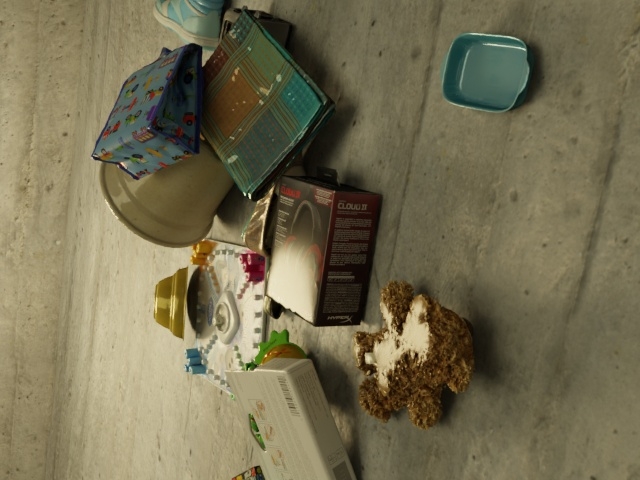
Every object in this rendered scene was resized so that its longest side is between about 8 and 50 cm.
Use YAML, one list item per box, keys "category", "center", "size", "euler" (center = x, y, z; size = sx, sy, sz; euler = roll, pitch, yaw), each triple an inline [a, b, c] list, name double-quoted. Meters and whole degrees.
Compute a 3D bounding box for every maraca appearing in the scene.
- category: "maraca"
  center: [-0.085, 0.274, 1.525]
  size: [0.127, 0.099, 0.185]
  euler: [-42, 45, 9]

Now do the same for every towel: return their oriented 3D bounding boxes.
- category: "towel"
  center: [-0.150, -0.293, 1.494]
  size: [0.271, 0.040, 0.370]
  euler: [-49, 57, 19]

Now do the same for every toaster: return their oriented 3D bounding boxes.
- category: "toaster"
  center: [-0.161, -0.452, 1.664]
  size: [0.168, 0.110, 0.185]
  euler: [43, 124, 50]

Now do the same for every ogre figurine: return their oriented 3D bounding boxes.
- category: "ogre figurine"
  center: [-0.133, 0.385, 1.604]
  size: [0.118, 0.097, 0.196]
  euler: [174, 108, -68]

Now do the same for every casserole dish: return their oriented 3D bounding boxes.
- category: "casserole dish"
  center: [0.259, -0.258, 1.082]
  size: [0.188, 0.037, 0.114]
  euler: [29, 112, 53]

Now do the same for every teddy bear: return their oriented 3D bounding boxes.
- category: "teddy bear"
  center: [0.153, 0.196, 1.185]
  size: [0.338, 0.113, 0.245]
  euler: [116, 147, -44]

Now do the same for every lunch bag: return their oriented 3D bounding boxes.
- category: "lunch bag"
  center: [-0.376, -0.316, 1.589]
  size: [0.221, 0.138, 0.293]
  euler: [-15, 60, 38]

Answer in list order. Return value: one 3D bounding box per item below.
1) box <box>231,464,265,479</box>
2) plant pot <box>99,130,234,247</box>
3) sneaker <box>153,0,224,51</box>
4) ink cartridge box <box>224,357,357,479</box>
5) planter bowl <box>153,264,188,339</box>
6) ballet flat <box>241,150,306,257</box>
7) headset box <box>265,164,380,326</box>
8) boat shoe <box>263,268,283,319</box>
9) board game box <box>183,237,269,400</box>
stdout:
- category: "box"
  center: [-0.171, 0.610, 1.711]
  size: [0.137, 0.027, 0.093]
  euler: [-44, 52, 47]
- category: "plant pot"
  center: [-0.335, -0.200, 1.769]
  size: [0.305, 0.334, 0.333]
  euler: [-40, 55, 36]
- category: "sneaker"
  center: [-0.357, -0.679, 1.965]
  size: [0.319, 0.127, 0.208]
  euler: [43, 126, 37]
- category: "ink cartridge box"
  center: [-0.062, 0.385, 1.429]
  size: [0.261, 0.066, 0.296]
  euler: [-12, 99, 55]
- category: "planter bowl"
  center: [-0.426, 0.175, 1.994]
  size: [0.217, 0.091, 0.217]
  euler: [-176, 90, -80]
- category: "ballet flat"
  center: [-0.083, -0.090, 1.562]
  size: [0.106, 0.108, 0.316]
  euler: [41, 130, 26]
- category: "headset box"
  center: [0.000, 0.000, 1.399]
  size: [0.218, 0.110, 0.293]
  euler: [24, 109, 56]
- category: "boat shoe"
  center: [-0.092, 0.110, 1.594]
  size: [0.049, 0.056, 0.152]
  euler: [42, 133, 43]
- category: "board game box"
  center: [-0.258, 0.203, 1.841]
  size: [0.390, 0.050, 0.389]
  euler: [10, 96, 57]
